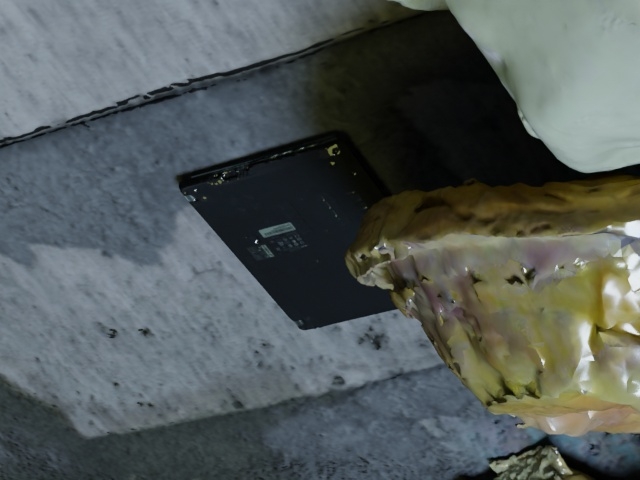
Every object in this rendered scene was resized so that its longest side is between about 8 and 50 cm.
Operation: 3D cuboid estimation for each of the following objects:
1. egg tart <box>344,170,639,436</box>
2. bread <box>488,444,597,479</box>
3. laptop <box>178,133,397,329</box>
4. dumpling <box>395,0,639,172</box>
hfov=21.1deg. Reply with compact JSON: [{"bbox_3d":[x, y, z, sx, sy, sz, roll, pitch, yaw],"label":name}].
[{"bbox_3d":[0.188,0.042,1.021,0.352,0.150,0.352,0,172,0],"label":"egg tart"},{"bbox_3d":[0.206,0.246,1.411,0.173,0.085,0.134,33,127,-27],"label":"bread"},{"bbox_3d":[0.000,0.000,1.195,0.129,0.016,0.180,-15,138,26],"label":"laptop"},{"bbox_3d":[0.181,-0.146,0.881,0.395,0.233,0.315,6,174,-6],"label":"dumpling"}]
